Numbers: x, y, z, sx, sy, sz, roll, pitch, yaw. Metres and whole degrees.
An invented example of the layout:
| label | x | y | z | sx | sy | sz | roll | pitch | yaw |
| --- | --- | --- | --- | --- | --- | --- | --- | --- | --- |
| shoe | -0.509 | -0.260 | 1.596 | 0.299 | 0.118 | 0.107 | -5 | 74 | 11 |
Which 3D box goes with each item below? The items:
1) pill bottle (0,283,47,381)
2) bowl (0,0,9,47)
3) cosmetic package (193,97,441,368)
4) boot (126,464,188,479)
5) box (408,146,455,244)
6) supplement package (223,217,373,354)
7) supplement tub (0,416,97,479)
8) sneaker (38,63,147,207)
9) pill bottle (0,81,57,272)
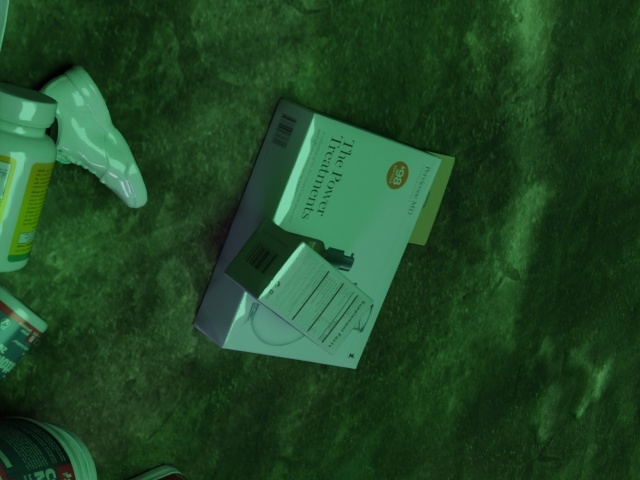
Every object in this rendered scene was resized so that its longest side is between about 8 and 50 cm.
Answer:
| label | x | y | z | sx | sy | sz | roll | pitch | yaw |
| --- | --- | --- | --- | --- | --- | --- | --- | --- | --- |
| pill bottle | -0.440 | 0.141 | 1.384 | 0.180 | 0.108 | 0.108 | -51 | 137 | -10 |
| bowl | -0.425 | -0.257 | 1.226 | 0.142 | 0.053 | 0.142 | -2 | 112 | -44 |
| cosmetic package | 0.000 | 0.000 | 1.722 | 0.284 | 0.097 | 0.377 | 13 | 102 | -43 |
| boot | -0.271 | 0.442 | 1.656 | 0.244 | 0.176 | 0.088 | -21 | 126 | -33 |
| box | 0.137 | -0.081 | 1.878 | 0.201 | 0.021 | 0.164 | 9 | 105 | -45 |
| supplement package | -0.030 | 0.067 | 1.595 | 0.105 | 0.105 | 0.179 | -53 | 130 | -5 |
| supplement tub | -0.417 | 0.323 | 1.383 | 0.191 | 0.191 | 0.272 | -64 | 164 | 4 |
| sneaker | -0.299 | -0.118 | 1.417 | 0.094 | 0.080 | 0.212 | -33 | 125 | -12 |
| pill bottle | -0.382 | -0.077 | 1.315 | 0.118 | 0.117 | 0.208 | 5 | 107 | -45 |
